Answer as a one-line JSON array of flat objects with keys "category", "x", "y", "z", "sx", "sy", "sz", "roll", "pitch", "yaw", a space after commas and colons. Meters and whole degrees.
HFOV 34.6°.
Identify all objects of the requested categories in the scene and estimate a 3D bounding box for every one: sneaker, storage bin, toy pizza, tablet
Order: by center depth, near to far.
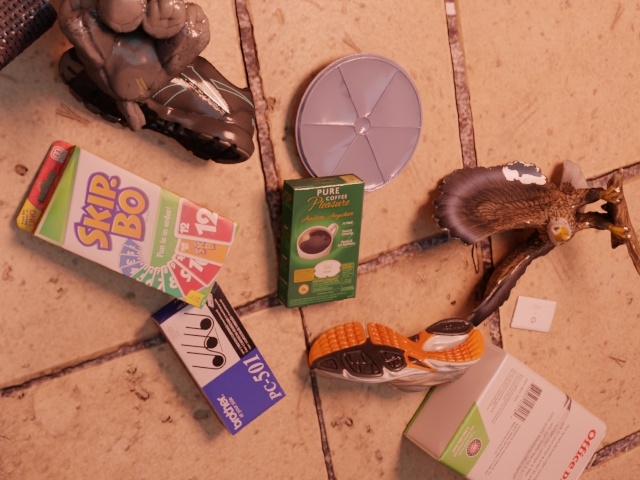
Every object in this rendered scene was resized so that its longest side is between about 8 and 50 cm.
[{"category": "storage bin", "x": -0.382, "y": -0.284, "z": 1.122, "sx": 0.084, "sy": 0.122, "sz": 0.180, "roll": -45, "pitch": 106, "yaw": -12}, {"category": "sneaker", "x": -0.198, "y": -0.187, "z": 1.293, "sx": 0.267, "sy": 0.101, "sz": 0.106, "roll": 23, "pitch": 68, "yaw": -29}, {"category": "toy pizza", "x": 0.053, "y": -0.164, "z": 1.450, "sx": 0.201, "sy": 0.032, "sz": 0.201, "roll": -8, "pitch": 109, "yaw": -24}, {"category": "sneaker", "x": 0.109, "y": 0.190, "z": 1.536, "sx": 0.263, "sy": 0.099, "sz": 0.121, "roll": 0, "pitch": 141, "yaw": -11}, {"category": "tablet", "x": 0.352, "y": 0.122, "z": 1.697, "sx": 0.083, "sy": 0.006, "sz": 0.054, "roll": 10, "pitch": 98, "yaw": -29}]

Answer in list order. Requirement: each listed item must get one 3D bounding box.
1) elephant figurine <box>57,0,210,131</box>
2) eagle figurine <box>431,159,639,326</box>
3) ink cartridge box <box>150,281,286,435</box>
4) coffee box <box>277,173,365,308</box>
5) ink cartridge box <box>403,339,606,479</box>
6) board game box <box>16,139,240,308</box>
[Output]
[{"category": "elephant figurine", "x": -0.215, "y": -0.289, "z": 1.167, "sx": 0.186, "sy": 0.239, "sz": 0.169, "roll": -32, "pitch": 140, "yaw": 20}, {"category": "eagle figurine", "x": 0.327, "y": -0.015, "z": 1.573, "sx": 0.298, "sy": 0.225, "sz": 0.226, "roll": -17, "pitch": 68, "yaw": 7}, {"category": "ink cartridge box", "x": -0.138, "y": 0.161, "z": 1.422, "sx": 0.097, "sy": 0.046, "sz": 0.207, "roll": -36, "pitch": 116, "yaw": -15}, {"category": "coffee box", "x": 0.000, "y": 0.000, "z": 1.442, "sx": 0.113, "sy": 0.040, "sz": 0.184, "roll": -8, "pitch": 116, "yaw": -24}, {"category": "ink cartridge box", "x": 0.301, "y": 0.305, "z": 1.652, "sx": 0.273, "sy": 0.115, "sz": 0.198, "roll": 36, "pitch": 85, "yaw": -30}, {"category": "board game box", "x": -0.241, "y": -0.020, "z": 1.308, "sx": 0.259, "sy": 0.039, "sz": 0.124, "roll": 26, "pitch": 85, "yaw": -19}]
